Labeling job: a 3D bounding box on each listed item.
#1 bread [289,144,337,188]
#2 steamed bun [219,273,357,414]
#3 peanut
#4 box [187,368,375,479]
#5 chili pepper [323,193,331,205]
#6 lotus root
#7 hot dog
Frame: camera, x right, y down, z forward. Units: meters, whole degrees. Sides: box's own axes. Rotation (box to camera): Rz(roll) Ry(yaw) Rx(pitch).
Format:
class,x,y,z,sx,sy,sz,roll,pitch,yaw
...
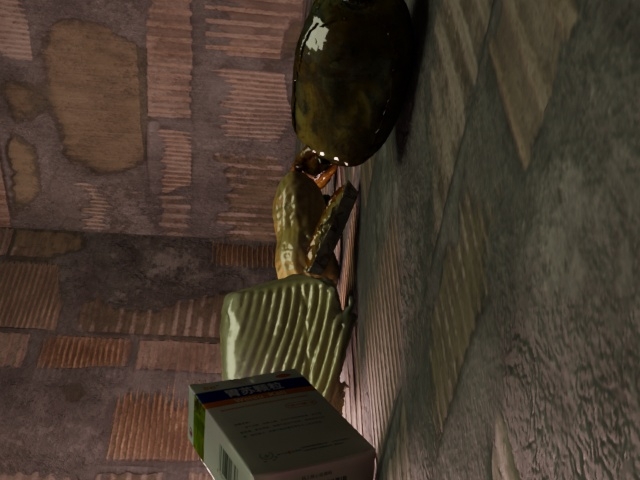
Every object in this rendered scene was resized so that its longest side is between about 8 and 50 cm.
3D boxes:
class,x,y,z,sx,sy,sz,roll,pitch,yaw
bread,0.000,-0.187,2.088,0.124,0.084,0.344,-46,-3,-17
steamed bun,-0.051,0.221,1.780,0.272,0.273,0.291,61,-147,-69
peanut,-0.038,-0.004,2.023,0.149,0.149,0.313,106,160,-70
box,-0.071,0.320,1.450,0.299,0.200,0.107,-144,53,-58
chili pepper,-0.002,0.000,2.219,0.098,0.061,0.224,-160,74,-78
lotus root,0.045,-0.232,1.236,0.275,0.160,0.152,100,-164,-47
hot dog,0.018,-0.025,1.729,0.099,0.053,0.192,176,116,-86
